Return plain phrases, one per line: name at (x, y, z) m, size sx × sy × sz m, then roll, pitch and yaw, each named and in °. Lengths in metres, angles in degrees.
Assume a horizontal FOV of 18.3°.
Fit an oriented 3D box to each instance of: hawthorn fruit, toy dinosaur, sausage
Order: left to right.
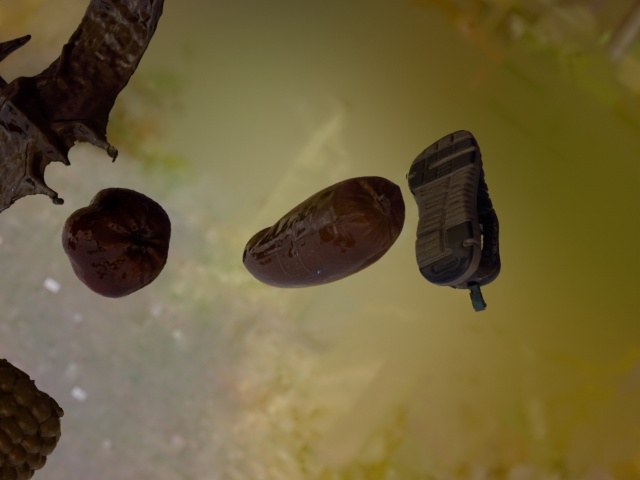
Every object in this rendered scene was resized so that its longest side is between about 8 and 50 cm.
toy dinosaur at (-0.226, -0.114, 1.477) m, size 0.113 × 0.327 × 0.206 m, roll 47°, pitch -156°, yaw -52°
hawthorn fruit at (-0.162, 0.000, 1.547) m, size 0.093 × 0.093 × 0.093 m, roll 35°, pitch -176°, yaw -3°
sausage at (0.000, 0.000, 1.203) m, size 0.183 × 0.062 × 0.054 m, roll -26°, pitch 80°, yaw 60°

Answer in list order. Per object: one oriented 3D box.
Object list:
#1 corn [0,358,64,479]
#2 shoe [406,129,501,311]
corn at (-0.282, 0.183, 1.135) m, size 0.101 × 0.310 × 0.101 m, roll 38°, pitch 161°, yaw 16°
shoe at (0.106, -0.020, 1.483) m, size 0.071 × 0.064 × 0.143 m, roll 41°, pitch -145°, yaw -43°
